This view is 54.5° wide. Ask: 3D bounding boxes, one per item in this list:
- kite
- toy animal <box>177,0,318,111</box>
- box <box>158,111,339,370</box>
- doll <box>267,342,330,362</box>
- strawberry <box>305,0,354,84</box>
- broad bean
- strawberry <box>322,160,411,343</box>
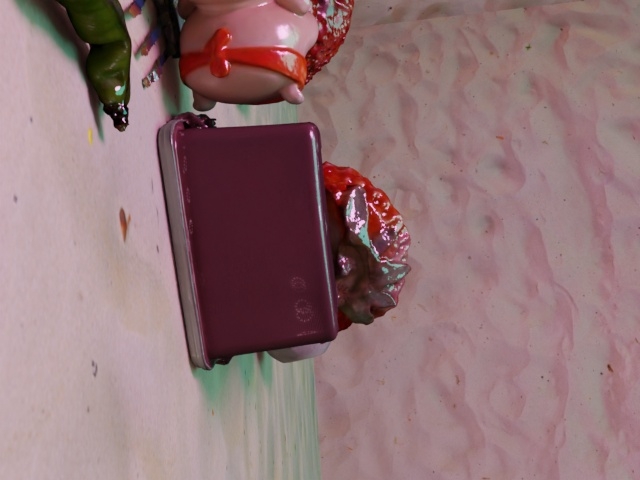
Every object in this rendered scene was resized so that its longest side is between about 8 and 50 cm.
[{"bbox_3d":[-0.173,-0.247,0.686,0.245,0.015,0.141,-92,174,-56],"label":"kite"},{"bbox_3d":[-0.087,-0.239,0.688,0.171,0.172,0.197,-92,176,-55],"label":"toy animal"},{"bbox_3d":[-0.071,-0.009,0.732,0.193,0.168,0.293,-73,157,-79],"label":"box"},{"bbox_3d":[-0.064,0.079,1.159,0.151,0.151,0.287,8,69,-87],"label":"doll"},{"bbox_3d":[-0.075,-0.406,1.165,0.238,0.250,0.288,47,-45,32],"label":"strawberry"},{"bbox_3d":[-0.160,-0.158,0.417,0.195,0.046,0.061,83,0,-59],"label":"broad bean"},{"bbox_3d":[0.000,0.000,0.956,0.336,0.149,0.264,18,-65,50],"label":"strawberry"}]
